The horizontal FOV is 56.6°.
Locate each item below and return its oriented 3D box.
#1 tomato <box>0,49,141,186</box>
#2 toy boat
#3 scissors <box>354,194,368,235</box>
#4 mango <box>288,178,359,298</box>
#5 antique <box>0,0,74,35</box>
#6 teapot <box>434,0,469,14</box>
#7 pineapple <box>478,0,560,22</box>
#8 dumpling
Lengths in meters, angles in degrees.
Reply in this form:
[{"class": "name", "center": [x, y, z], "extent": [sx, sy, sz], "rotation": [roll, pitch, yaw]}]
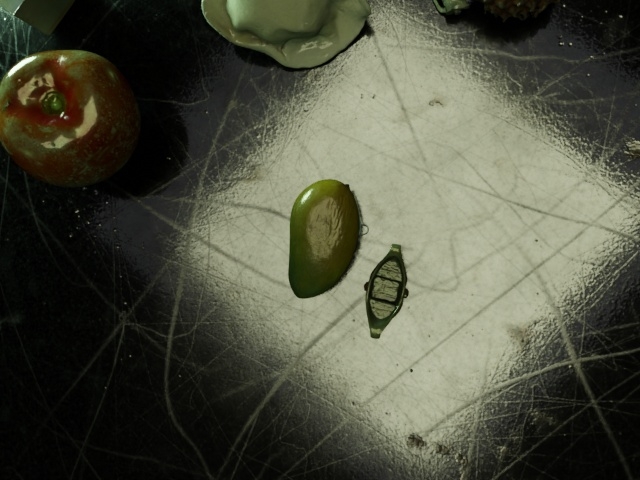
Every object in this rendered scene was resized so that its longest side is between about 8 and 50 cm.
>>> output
[{"class": "tomato", "center": [-0.493, -0.237, 1.189], "extent": [0.270, 0.222, 0.270], "rotation": [0, 78, 1]}, {"class": "toy boat", "center": [0.127, 0.097, 1.150], "extent": [0.089, 0.071, 0.185], "rotation": [13, 90, 9]}, {"class": "scissors", "center": [0.076, -0.051, 1.198], "extent": [0.036, 0.006, 0.083], "rotation": [-7, 86, 7]}, {"class": "mango", "center": [0.007, -0.001, 1.167], "extent": [0.137, 0.091, 0.237], "rotation": [3, 94, 15]}, {"class": "antique", "center": [-0.611, -0.547, 1.257], "extent": [0.147, 0.148, 0.152], "rotation": [40, 95, 9]}, {"class": "teapot", "center": [0.253, -0.481, 1.166], "extent": [0.067, 0.057, 0.083], "rotation": [-25, 87, 45]}, {"class": "pineapple", "center": [0.357, -0.489, 1.099], "extent": [0.193, 0.166, 0.166], "rotation": [-9, 86, 16]}, {"class": "dumpling", "center": [-0.058, -0.467, 1.182], "extent": [0.318, 0.187, 0.242], "rotation": [-16, 125, 16]}]
